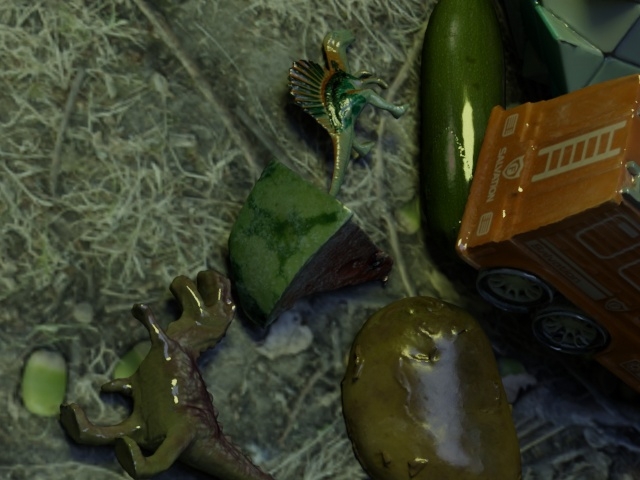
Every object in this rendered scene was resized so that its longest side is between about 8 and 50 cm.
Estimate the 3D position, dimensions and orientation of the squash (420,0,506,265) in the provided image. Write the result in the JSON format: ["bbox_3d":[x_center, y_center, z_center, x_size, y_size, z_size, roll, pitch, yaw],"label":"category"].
[{"bbox_3d":[0.133,-0.134,1.467,0.087,0.087,0.331,14,62,-21],"label":"squash"}]

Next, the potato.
[{"bbox_3d":[0.109,0.139,1.336,0.164,0.081,0.200,-10,76,-31],"label":"potato"}]

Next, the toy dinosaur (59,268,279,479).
[{"bbox_3d":[-0.087,0.147,1.239,0.200,0.072,0.251,-17,67,-42],"label":"toy dinosaur"}]

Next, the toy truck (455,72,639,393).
[{"bbox_3d":[0.316,0.028,1.373,0.388,0.207,0.173,36,56,-28],"label":"toy truck"}]

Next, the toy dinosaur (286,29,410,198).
[{"bbox_3d":[0.012,-0.121,1.416,0.106,0.044,0.187,42,53,-5],"label":"toy dinosaur"}]

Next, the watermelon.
[{"bbox_3d":[0.000,-0.014,1.334,0.158,0.121,0.098,-15,54,-36],"label":"watermelon"}]

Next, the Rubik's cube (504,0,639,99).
[{"bbox_3d":[0.286,-0.245,1.510,0.224,0.265,0.213,-20,45,-1],"label":"Rubik's cube"}]
